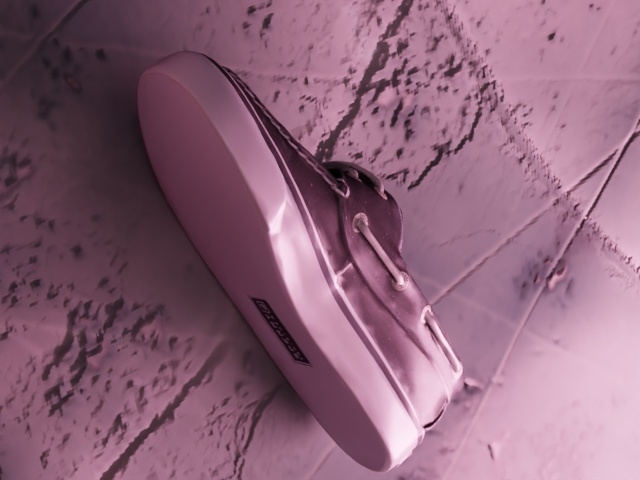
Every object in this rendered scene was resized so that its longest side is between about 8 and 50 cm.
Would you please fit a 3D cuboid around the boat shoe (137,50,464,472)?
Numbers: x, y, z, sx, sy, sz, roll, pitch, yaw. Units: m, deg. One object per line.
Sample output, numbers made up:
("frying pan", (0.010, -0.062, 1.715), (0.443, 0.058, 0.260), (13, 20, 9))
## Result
("boat shoe", (0.000, 0.000, 1.015), (0.102, 0.108, 0.301), (-43, 117, -22))
